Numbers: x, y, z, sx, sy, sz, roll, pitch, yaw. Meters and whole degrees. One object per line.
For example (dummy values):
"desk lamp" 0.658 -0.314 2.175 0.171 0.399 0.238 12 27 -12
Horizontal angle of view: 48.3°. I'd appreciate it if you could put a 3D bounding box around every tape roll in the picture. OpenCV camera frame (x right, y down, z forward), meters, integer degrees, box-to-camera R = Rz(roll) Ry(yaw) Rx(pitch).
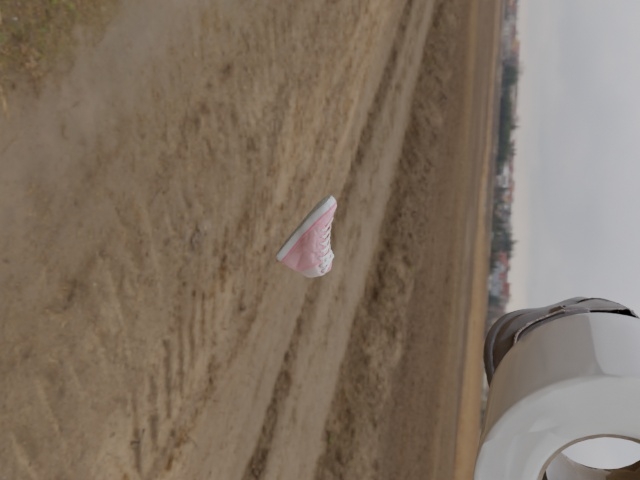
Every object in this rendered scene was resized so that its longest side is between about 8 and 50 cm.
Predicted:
"tape roll" 0.279 0.211 0.696 0.169 0.246 0.246 -36 128 -69

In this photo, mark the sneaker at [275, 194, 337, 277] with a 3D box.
"sneaker" 0.000 0.000 0.938 0.134 0.070 0.051 -49 -176 41

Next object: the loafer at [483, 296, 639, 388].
"loafer" 0.396 0.159 1.144 0.366 0.130 0.133 -18 94 -40
